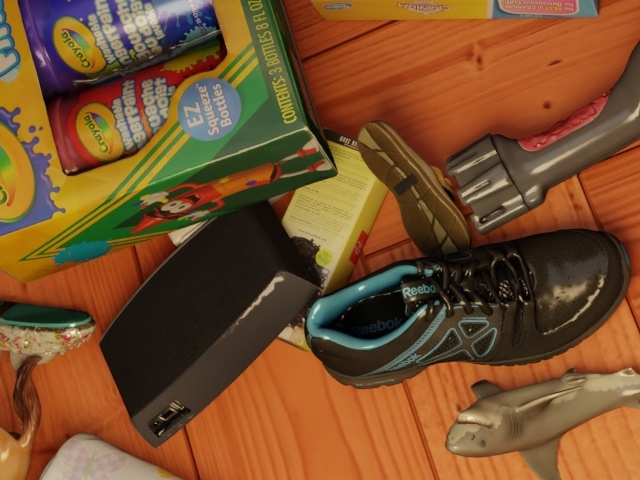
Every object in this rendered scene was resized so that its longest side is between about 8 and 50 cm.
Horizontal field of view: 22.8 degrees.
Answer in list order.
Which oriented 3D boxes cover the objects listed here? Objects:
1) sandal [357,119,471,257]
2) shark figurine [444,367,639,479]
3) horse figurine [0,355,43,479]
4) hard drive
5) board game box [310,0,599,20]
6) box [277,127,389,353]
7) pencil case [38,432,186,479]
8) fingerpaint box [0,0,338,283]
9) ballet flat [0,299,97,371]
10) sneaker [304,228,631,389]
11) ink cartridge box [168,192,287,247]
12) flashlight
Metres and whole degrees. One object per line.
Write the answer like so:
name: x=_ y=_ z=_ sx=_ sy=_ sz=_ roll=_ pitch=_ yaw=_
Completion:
sandal: x=0.107 y=-0.056 z=1.676 sx=0.072 sy=0.049 sz=0.180 roll=-30 pitch=96 yaw=46
shark figurine: x=0.255 y=0.187 z=1.581 sx=0.278 sy=0.166 sz=0.116 roll=-11 pitch=97 yaw=-3
horse figurine: x=-0.380 y=0.248 z=1.740 sx=0.263 sy=0.066 sz=0.174 roll=-51 pitch=60 yaw=16
hard drive: x=-0.129 y=0.080 z=1.692 sx=0.255 sy=0.054 sz=0.172 roll=-45 pitch=45 yaw=14
board game box: x=0.158 y=-0.368 z=1.771 sx=0.316 sy=0.064 sz=0.242 roll=2 pitch=76 yaw=19
box: x=0.000 y=0.000 z=1.720 sx=0.087 sy=0.058 sz=0.232 roll=20 pitch=81 yaw=22
pencil case: x=-0.170 y=0.304 z=1.656 sx=0.273 sy=0.113 sz=0.124 roll=21 pitch=71 yaw=21
fingerpaint box: x=-0.228 y=-0.229 z=1.681 sx=0.371 sy=0.163 sz=0.445 roll=-18 pitch=72 yaw=7
ballet flat: x=-0.358 y=0.108 z=1.803 sx=0.241 sy=0.091 sz=0.077 roll=7 pitch=107 yaw=24
sneaker: x=0.148 y=0.068 z=1.608 sx=0.341 sy=0.139 sz=0.125 roll=-19 pitch=68 yaw=10
ink cartridge box: x=-0.142 y=-0.098 z=1.781 sx=0.139 sy=0.082 sz=0.190 roll=-37 pitch=68 yaw=5
flashlight: x=0.276 y=-0.128 z=1.650 sx=0.304 sy=0.103 sz=0.103 roll=-28 pitch=106 yaw=13
